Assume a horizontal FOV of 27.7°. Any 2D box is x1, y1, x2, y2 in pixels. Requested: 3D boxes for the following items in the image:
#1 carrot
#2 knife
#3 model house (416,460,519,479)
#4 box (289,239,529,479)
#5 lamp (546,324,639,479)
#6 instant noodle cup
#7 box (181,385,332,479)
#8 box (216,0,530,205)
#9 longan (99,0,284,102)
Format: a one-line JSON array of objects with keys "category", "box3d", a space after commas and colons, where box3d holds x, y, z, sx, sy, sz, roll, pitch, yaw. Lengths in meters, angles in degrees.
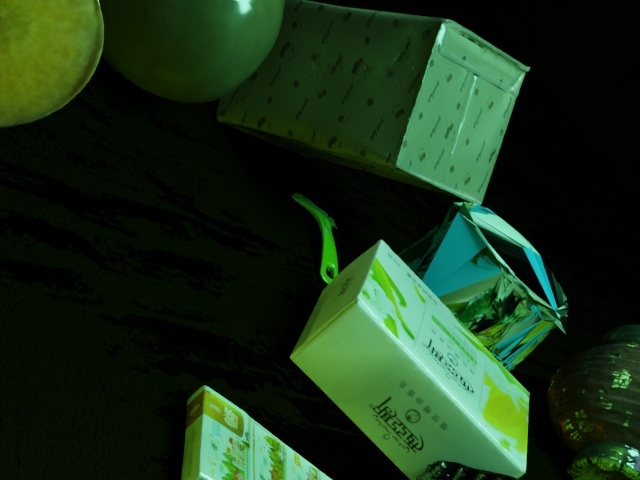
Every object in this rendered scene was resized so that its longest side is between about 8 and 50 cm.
[{"category": "carrot", "box3d": [-0.299, -0.238, 1.227, 0.196, 0.196, 0.254, 39, 13, -23]}, {"category": "knife", "box3d": [0.002, -0.002, 1.606, 0.078, 0.022, 0.166, 32, 24, -26]}, {"category": "model house", "box3d": [0.151, 0.283, 1.266, 0.152, 0.106, 0.165, 53, 16, 7]}, {"category": "box", "box3d": [0.105, 0.149, 1.417, 0.260, 0.111, 0.194, 48, 20, -8]}, {"category": "lamp", "box3d": [0.421, 0.240, 1.745, 0.247, 0.247, 0.247, 41, 21, -20]}, {"category": "instant noodle cup", "box3d": [0.182, 0.075, 1.607, 0.240, 0.178, 0.240, 41, 21, -19]}, {"category": "box", "box3d": [-0.028, 0.225, 1.115, 0.220, 0.032, 0.122, 39, 22, -23]}, {"category": "box", "box3d": [0.065, -0.182, 1.636, 0.297, 0.190, 0.225, 16, -1, 37]}, {"category": "longan", "box3d": [-0.157, -0.283, 1.477, 0.258, 0.258, 0.258, 41, 21, -20]}]
